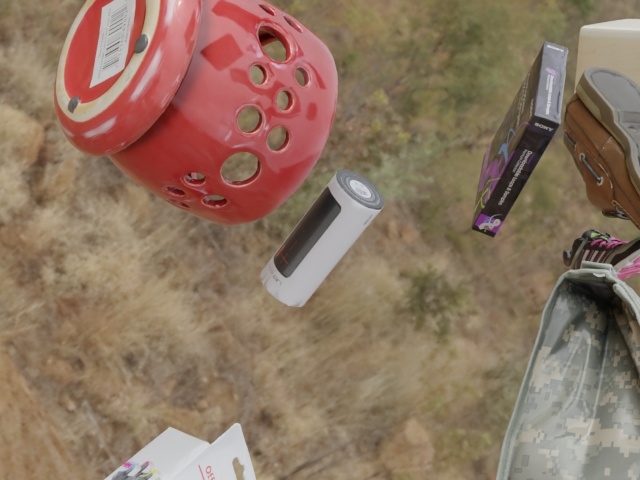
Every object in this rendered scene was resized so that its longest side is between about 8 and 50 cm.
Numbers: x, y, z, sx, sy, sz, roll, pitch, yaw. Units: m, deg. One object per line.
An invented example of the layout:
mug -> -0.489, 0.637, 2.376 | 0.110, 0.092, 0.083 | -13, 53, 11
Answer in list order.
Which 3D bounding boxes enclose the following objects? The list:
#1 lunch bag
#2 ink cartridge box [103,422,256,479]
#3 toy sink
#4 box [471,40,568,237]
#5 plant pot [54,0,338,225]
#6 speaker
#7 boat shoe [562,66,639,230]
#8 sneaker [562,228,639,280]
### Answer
lunch bag -> 0.271, 0.177, 0.857 | 0.235, 0.169, 0.287 | 27, 68, -59
ink cartridge box -> -0.145, 0.250, 0.873 | 0.181, 0.062, 0.104 | -36, 124, -39
toy sink -> 0.517, -0.277, 1.495 | 0.234, 0.153, 0.131 | -24, 120, -53
box -> 0.193, -0.097, 0.918 | 0.029, 0.162, 0.116 | 20, 48, -2
plant pot -> -0.111, -0.126, 0.776 | 0.174, 0.191, 0.191 | 23, 40, -41
speaker -> 0.000, 0.000, 0.893 | 0.055, 0.136, 0.055 | 29, 29, -18
boat shoe -> 0.367, -0.072, 1.083 | 0.111, 0.104, 0.307 | 7, 41, -15
sneaker -> 0.353, 0.016, 1.169 | 0.063, 0.170, 0.074 | -11, 74, -22
